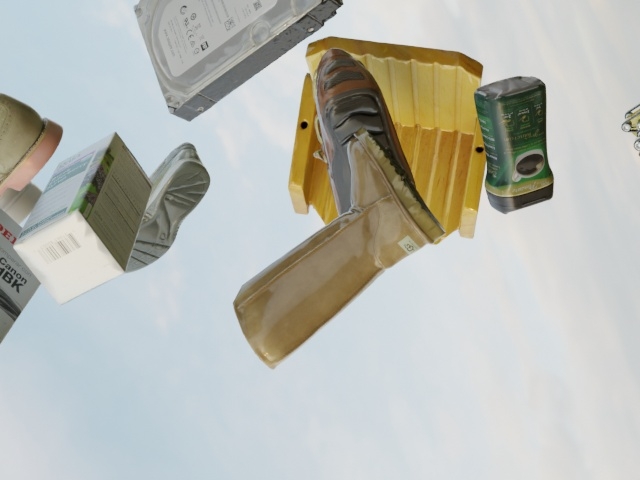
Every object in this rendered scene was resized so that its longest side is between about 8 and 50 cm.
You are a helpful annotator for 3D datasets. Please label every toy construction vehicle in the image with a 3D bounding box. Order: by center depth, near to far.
[{"bbox_3d":[0.291,-0.099,0.835,0.035,0.098,0.086,46,-142,-10],"label":"toy construction vehicle"}]

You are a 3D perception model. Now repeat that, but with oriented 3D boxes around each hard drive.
[{"bbox_3d":[-0.143,-0.381,1.680,0.064,0.339,0.237,20,-135,-57],"label":"hard drive"}]

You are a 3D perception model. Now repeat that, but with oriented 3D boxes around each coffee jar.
[{"bbox_3d":[0.275,-0.132,1.449,0.079,0.096,0.184,-136,32,-62],"label":"coffee jar"}]

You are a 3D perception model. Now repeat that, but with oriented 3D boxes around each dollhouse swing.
[{"bbox_3d":[0.117,-0.162,1.794,0.305,0.347,0.315,-3,-78,-82],"label":"dollhouse swing"}]

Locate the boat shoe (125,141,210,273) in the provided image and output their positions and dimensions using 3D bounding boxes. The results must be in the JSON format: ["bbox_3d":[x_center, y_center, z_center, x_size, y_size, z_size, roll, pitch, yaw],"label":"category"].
[{"bbox_3d":[-0.343,-0.059,2.089,0.118,0.320,0.103,22,-150,-36],"label":"boat shoe"}]

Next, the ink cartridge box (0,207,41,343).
[{"bbox_3d":[-0.460,0.061,1.193,0.197,0.114,0.273,46,-145,-20],"label":"ink cartridge box"}]

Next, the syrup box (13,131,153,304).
[{"bbox_3d":[-0.278,-0.033,1.238,0.096,0.093,0.237,58,-166,-25],"label":"syrup box"}]

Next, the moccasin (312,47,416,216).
[{"bbox_3d":[0.059,-0.132,1.609,0.380,0.139,0.147,64,-171,-46],"label":"moccasin"}]

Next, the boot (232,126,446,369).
[{"bbox_3d":[0.000,0.000,1.297,0.089,0.269,0.236,45,-168,-36],"label":"boot"}]

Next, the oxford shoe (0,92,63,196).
[{"bbox_3d":[-0.633,-0.102,1.799,0.146,0.397,0.140,40,-168,-32],"label":"oxford shoe"}]

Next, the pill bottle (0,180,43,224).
[{"bbox_3d":[-0.716,-0.156,2.029,0.334,0.188,0.188,45,-152,-16],"label":"pill bottle"}]
